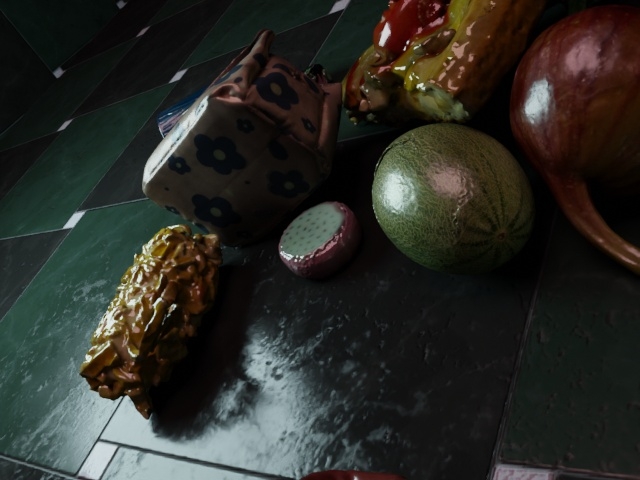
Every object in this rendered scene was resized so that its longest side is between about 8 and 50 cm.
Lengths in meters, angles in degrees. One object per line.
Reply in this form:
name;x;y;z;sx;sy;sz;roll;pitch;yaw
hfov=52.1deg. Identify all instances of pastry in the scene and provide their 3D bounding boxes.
pastry;-0.199;0.088;0.809;0.154;0.102;0.250;-23;35;27

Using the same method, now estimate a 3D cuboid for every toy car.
toy car;-0.024;-0.246;1.083;0.069;0.055;0.142;-26;34;25

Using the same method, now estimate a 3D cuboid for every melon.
melon;0.121;-0.042;0.628;0.139;0.139;0.192;-38;32;1

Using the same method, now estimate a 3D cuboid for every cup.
cup;-0.186;-0.192;1.146;0.138;0.150;0.113;-29;0;12

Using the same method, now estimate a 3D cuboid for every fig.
fig;0.239;-0.094;0.570;0.175;0.175;0.207;20;79;52

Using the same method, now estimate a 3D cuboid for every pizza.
pizza;0.120;-0.249;0.799;0.406;0.130;0.440;-28;26;52

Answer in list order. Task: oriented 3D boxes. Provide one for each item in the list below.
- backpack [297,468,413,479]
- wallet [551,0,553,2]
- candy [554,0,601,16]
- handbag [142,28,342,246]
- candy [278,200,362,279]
backpack;0.046;0.237;0.367;0.229;0.139;0.229;-26;36;20
wallet;0.269;-0.349;0.953;0.232;0.025;0.119;-22;37;24
candy;0.310;-0.254;0.776;0.091;0.083;0.305;7;59;10
handbag;-0.092;-0.137;0.865;0.251;0.190;0.193;-37;30;43
candy;0.000;0.000;0.779;0.103;0.043;0.103;-23;35;18
